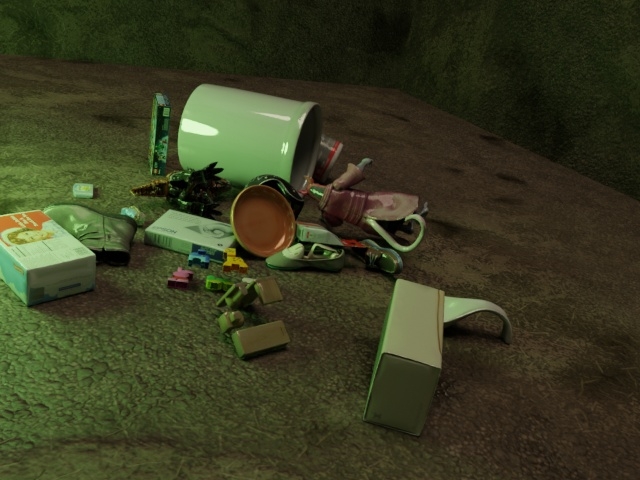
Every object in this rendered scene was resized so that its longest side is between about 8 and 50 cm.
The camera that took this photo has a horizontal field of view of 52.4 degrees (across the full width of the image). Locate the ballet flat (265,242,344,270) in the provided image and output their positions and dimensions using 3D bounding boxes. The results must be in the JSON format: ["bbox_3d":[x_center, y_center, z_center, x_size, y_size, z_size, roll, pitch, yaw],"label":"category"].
[{"bbox_3d":[-0.038,0.038,1.706,0.213,0.068,0.072,4,25,-17],"label":"ballet flat"}]

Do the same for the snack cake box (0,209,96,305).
[{"bbox_3d":[-0.625,0.030,1.418,0.264,0.089,0.152,30,31,36],"label":"snack cake box"}]

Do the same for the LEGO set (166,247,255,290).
[{"bbox_3d":[-0.238,0.063,1.531,0.227,0.087,0.093,8,24,-12],"label":"LEGO set"}]

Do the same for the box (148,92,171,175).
[{"bbox_3d":[-0.528,-0.348,2.126,0.044,0.233,0.159,2,25,-21],"label":"box"}]

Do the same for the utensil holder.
[{"bbox_3d":[-0.222,-0.323,2.116,0.385,0.328,0.327,15,24,12],"label":"utensil holder"}]

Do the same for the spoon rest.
[{"bbox_3d":[0.328,0.176,1.555,0.276,0.084,0.137,11,23,-4],"label":"spoon rest"}]

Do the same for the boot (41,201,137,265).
[{"bbox_3d":[-0.569,-0.013,1.559,0.246,0.084,0.161,7,30,-7],"label":"boot"}]

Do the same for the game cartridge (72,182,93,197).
[{"bbox_3d":[-0.683,-0.144,1.869,0.055,0.017,0.083,-1,26,-19],"label":"game cartridge"}]

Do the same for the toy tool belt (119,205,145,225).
[{"bbox_3d":[-0.512,-0.067,1.736,0.083,0.052,0.051,25,18,28],"label":"toy tool belt"}]

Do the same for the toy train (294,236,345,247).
[{"bbox_3d":[0.000,0.000,1.860,0.158,0.027,0.036,5,28,-14],"label":"toy train"}]

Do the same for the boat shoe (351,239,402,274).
[{"bbox_3d":[0.151,0.051,1.784,0.066,0.066,0.183,-10,21,-31],"label":"boat shoe"}]

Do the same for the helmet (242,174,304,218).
[{"bbox_3d":[-0.145,-0.110,1.867,0.161,0.169,0.169,35,28,8],"label":"helmet"}]

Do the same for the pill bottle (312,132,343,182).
[{"bbox_3d":[-0.076,-0.339,2.335,0.283,0.161,0.161,27,24,-3],"label":"pill bottle"}]

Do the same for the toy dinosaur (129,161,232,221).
[{"bbox_3d":[-0.391,-0.141,1.900,0.218,0.165,0.321,14,37,45],"label":"toy dinosaur"}]

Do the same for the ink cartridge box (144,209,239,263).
[{"bbox_3d":[-0.322,-0.025,1.737,0.223,0.045,0.224,14,23,5],"label":"ink cartridge box"}]

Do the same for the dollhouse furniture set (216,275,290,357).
[{"bbox_3d":[-0.155,0.179,1.386,0.144,0.123,0.151,-9,66,-39],"label":"dollhouse furniture set"}]

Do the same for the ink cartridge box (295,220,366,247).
[{"bbox_3d":[0.025,-0.017,1.778,0.179,0.045,0.145,4,7,-11],"label":"ink cartridge box"}]

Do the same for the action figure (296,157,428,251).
[{"bbox_3d":[0.104,-0.081,1.883,0.369,0.248,0.276,17,33,-5],"label":"action figure"}]

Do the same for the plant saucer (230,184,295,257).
[{"bbox_3d":[-0.157,-0.048,1.738,0.199,0.200,0.037,-8,-7,-38],"label":"plant saucer"}]

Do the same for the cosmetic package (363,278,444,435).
[{"bbox_3d":[0.172,0.218,1.293,0.113,0.160,0.309,15,25,5],"label":"cosmetic package"}]
